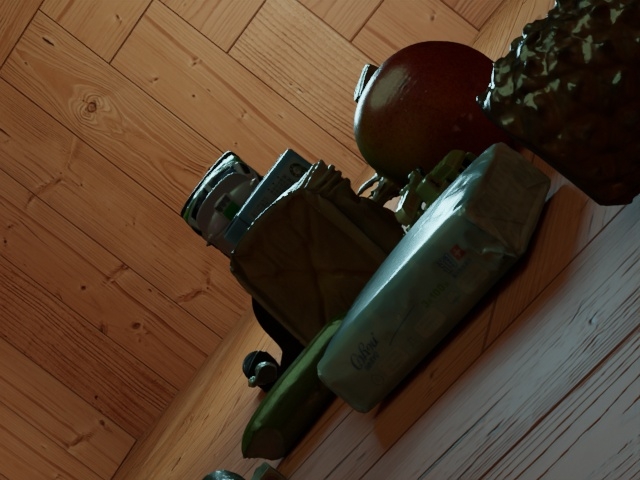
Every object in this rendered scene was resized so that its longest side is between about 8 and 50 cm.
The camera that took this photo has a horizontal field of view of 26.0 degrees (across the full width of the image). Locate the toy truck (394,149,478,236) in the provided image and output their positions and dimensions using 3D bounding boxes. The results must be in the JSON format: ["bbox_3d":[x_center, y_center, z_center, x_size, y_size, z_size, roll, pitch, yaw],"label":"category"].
[{"bbox_3d":[0.145,-0.042,1.638,0.077,0.100,0.169,-46,7,40],"label":"toy truck"}]

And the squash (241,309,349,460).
[{"bbox_3d":[-0.018,0.184,1.725,0.239,0.069,0.069,-51,4,7],"label":"squash"}]

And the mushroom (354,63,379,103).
[{"bbox_3d":[0.147,-0.189,2.092,0.207,0.215,0.207,-56,10,15],"label":"mushroom"}]

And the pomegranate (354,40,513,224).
[{"bbox_3d":[0.140,-0.140,1.830,0.256,0.221,0.221,-60,5,-3],"label":"pomegranate"}]

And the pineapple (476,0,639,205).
[{"bbox_3d":[0.280,-0.185,1.046,0.340,0.169,0.169,-48,5,8],"label":"pineapple"}]

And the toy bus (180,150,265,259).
[{"bbox_3d":[-0.071,0.002,2.217,0.143,0.305,0.179,-51,7,3],"label":"toy bus"}]

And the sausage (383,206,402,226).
[{"bbox_3d":[0.031,0.051,2.069,0.274,0.105,0.105,-56,6,-34],"label":"sausage"}]

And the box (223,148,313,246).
[{"bbox_3d":[0.000,0.000,1.944,0.142,0.232,0.083,-55,1,-30],"label":"box"}]

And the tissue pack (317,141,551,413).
[{"bbox_3d":[0.112,0.037,1.413,0.263,0.089,0.177,-48,4,34],"label":"tissue pack"}]

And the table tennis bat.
[{"bbox_3d":[-0.036,0.133,1.961,0.027,0.150,0.236,-49,-22,-40],"label":"table tennis bat"}]

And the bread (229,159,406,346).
[{"bbox_3d":[0.011,0.026,1.783,0.192,0.210,0.110,-49,1,28],"label":"bread"}]

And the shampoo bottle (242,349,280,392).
[{"bbox_3d":[-0.101,0.222,2.356,0.063,0.057,0.208,-52,4,-5],"label":"shampoo bottle"}]

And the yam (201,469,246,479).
[{"bbox_3d":[-0.111,0.313,1.651,0.069,0.070,0.146,-53,4,-9],"label":"yam"}]

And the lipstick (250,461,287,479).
[{"bbox_3d":[-0.065,0.282,1.648,0.030,0.030,0.129,-53,5,-7],"label":"lipstick"}]
